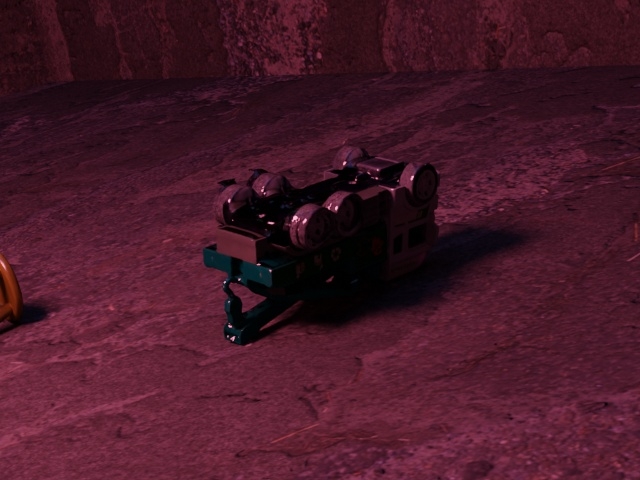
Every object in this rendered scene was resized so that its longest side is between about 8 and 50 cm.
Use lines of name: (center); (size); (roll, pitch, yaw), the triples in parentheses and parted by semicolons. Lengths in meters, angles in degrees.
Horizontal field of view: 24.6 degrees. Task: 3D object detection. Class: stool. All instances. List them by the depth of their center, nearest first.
stool: (-0.490, 0.080, 2.062); (0.110, 0.134, 0.135); (-23, 65, -32)

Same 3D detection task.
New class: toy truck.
toy truck: (0.001, -0.008, 1.921); (0.176, 0.178, 0.363); (17, 30, 40)
